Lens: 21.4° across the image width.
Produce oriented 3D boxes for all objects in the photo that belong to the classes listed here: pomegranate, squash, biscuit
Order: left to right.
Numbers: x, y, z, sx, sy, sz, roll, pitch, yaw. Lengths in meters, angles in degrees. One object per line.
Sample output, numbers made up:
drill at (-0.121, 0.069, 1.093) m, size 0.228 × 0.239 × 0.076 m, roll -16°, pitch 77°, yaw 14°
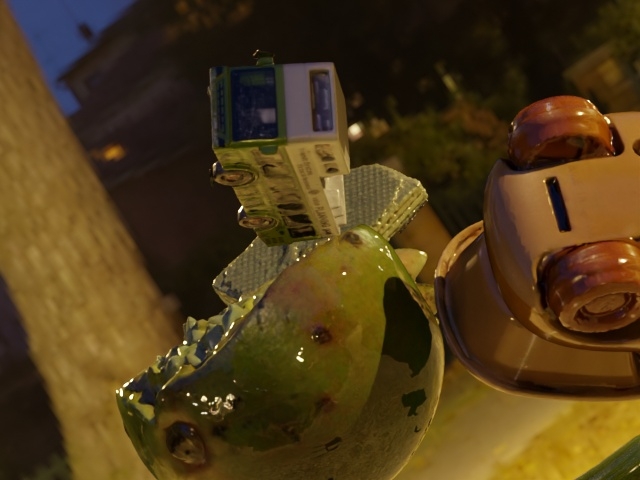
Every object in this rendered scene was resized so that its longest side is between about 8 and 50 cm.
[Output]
biscuit at (0.000, 0.000, 2.049) m, size 0.252 × 0.052 × 0.150 m, roll -45°, pitch 43°, yaw -17°
pomegranate at (0.004, 0.129, 1.522) m, size 0.358 × 0.216 × 0.310 m, roll -24°, pitch -12°, yaw -46°
squash at (0.361, 0.343, 2.278) m, size 0.318 × 0.080 × 0.071 m, roll -37°, pitch -7°, yaw 16°

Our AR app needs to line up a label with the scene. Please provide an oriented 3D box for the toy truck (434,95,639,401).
toy truck at (0.248, 0.004, 1.391) m, size 0.288 × 0.204 × 0.212 m, roll -5°, pitch -31°, yaw -10°

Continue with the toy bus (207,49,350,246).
toy bus at (-0.035, -0.089, 1.799) m, size 0.139 × 0.113 × 0.302 m, roll -5°, pitch -19°, yaw 6°
